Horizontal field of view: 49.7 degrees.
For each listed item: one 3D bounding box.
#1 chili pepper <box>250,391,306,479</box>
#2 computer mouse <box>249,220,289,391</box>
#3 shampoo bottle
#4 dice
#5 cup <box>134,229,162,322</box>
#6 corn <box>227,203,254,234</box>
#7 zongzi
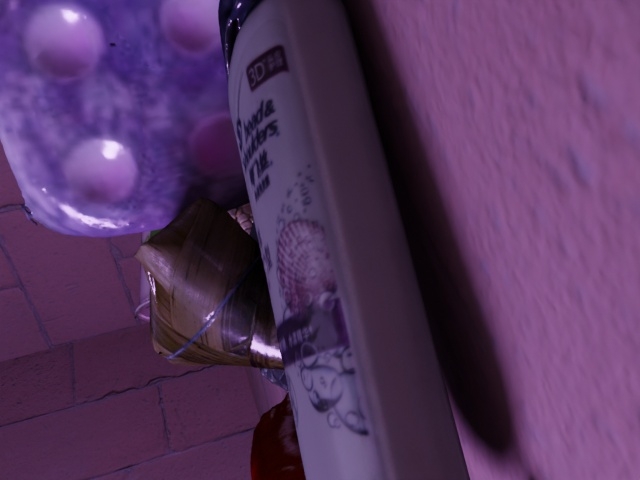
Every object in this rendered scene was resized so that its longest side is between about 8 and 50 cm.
[{"bbox_3d":[0.023,0.224,0.532,0.338,0.131,0.135,-152,47,-75],"label":"chili pepper"},{"bbox_3d":[-0.035,0.059,0.783,0.126,0.071,0.231,143,121,-64],"label":"computer mouse"},{"bbox_3d":[0.000,0.000,0.430,0.134,0.078,0.360,139,121,-62],"label":"shampoo bottle"},{"bbox_3d":[-0.192,-0.169,0.743,0.270,0.271,0.270,-131,29,-67],"label":"dice"},{"bbox_3d":[-0.234,0.008,1.326,0.253,0.253,0.274,108,155,-70],"label":"cup"},{"bbox_3d":[-0.079,0.041,0.939,0.087,0.087,0.211,98,153,-63],"label":"corn"},{"bbox_3d":[-0.064,0.096,0.682,0.242,0.112,0.221,35,148,8],"label":"zongzi"}]
